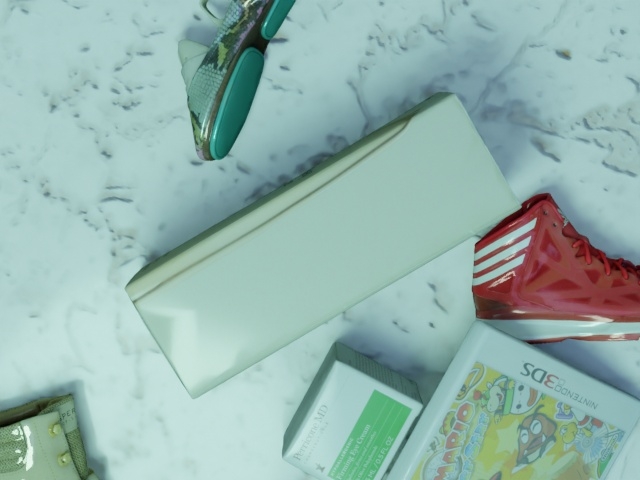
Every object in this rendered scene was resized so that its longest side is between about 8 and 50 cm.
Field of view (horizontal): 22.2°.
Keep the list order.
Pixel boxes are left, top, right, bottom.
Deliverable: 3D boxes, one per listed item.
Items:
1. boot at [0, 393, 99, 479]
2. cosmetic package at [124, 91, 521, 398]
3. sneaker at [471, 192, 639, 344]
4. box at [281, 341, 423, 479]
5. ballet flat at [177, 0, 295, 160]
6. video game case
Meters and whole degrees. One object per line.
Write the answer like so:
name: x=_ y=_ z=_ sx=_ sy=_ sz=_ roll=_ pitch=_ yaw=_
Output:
boot: x=-0.191 y=0.233 z=1.414 sx=0.262 sy=0.095 sz=0.203 roll=-8 pitch=95 yaw=3
cosmetic package: x=0.000 y=0.000 z=1.365 sx=0.309 sy=0.160 sz=0.113 roll=-31 pitch=95 yaw=0
sneaker: x=0.239 y=0.020 z=1.412 sx=0.221 sy=0.087 sz=0.128 roll=-6 pitch=97 yaw=-3
box: x=0.027 y=0.156 z=1.408 sx=0.087 sy=0.102 sz=0.101 roll=28 pitch=95 yaw=-2
ballet flat: x=-0.074 y=-0.178 z=1.396 sx=0.079 sy=0.077 sz=0.221 roll=24 pitch=89 yaw=14
video game case: x=0.157 y=0.204 z=1.408 sx=0.206 sy=0.026 sz=0.227 roll=26 pitch=95 yaw=-33
